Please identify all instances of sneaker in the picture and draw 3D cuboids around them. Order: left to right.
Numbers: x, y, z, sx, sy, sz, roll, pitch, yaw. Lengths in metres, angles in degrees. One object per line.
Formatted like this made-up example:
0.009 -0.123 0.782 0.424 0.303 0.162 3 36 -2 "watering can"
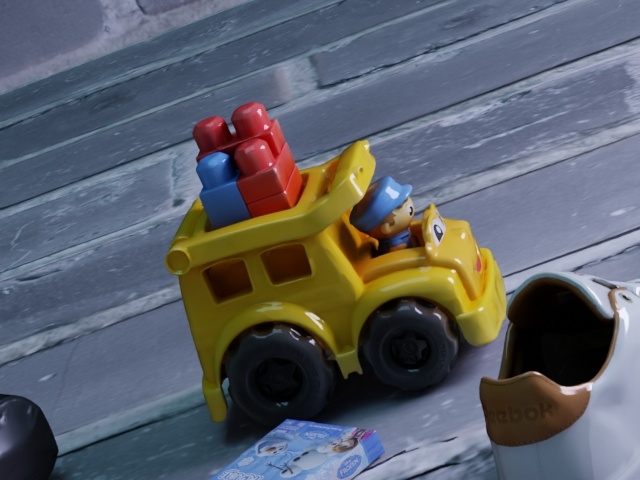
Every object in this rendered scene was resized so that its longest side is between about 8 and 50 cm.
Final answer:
0.184 0.051 1.096 0.106 0.123 0.290 -10 19 36 "sneaker"

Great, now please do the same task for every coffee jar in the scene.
-0.284 0.160 1.371 0.184 0.079 0.096 -6 23 38 "coffee jar"

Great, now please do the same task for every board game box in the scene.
-0.020 0.149 1.202 0.090 0.020 0.090 0 29 49 "board game box"

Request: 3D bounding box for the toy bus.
0.000 0.000 1.306 0.220 0.211 0.149 -15 17 13 "toy bus"
